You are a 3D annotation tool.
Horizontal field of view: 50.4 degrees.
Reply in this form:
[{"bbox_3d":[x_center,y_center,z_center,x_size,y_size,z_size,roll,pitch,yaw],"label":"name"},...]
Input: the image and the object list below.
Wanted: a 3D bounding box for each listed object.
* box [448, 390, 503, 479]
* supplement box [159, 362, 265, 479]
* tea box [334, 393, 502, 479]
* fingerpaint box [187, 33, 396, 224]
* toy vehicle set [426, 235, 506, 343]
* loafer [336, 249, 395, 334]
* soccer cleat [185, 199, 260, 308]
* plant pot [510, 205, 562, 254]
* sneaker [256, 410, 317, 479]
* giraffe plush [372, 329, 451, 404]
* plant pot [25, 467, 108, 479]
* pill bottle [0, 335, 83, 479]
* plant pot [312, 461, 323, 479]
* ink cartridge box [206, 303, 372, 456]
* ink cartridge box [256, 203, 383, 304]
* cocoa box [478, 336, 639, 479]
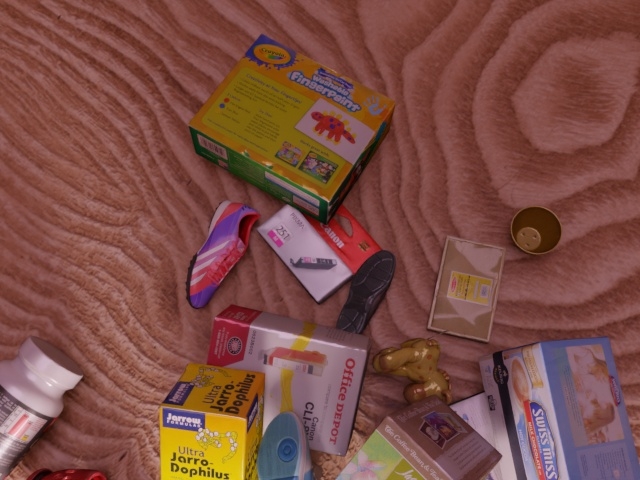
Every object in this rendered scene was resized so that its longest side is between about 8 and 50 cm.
[{"bbox_3d":[0.337,0.538,1.717,0.322,0.058,0.232,-20,75,-4],"label":"box"},{"bbox_3d":[-0.244,0.492,1.560,0.195,0.194,0.356,6,110,7],"label":"supplement box"},{"bbox_3d":[0.190,0.546,1.503,0.220,0.329,0.323,40,105,24],"label":"tea box"},{"bbox_3d":[-0.075,-0.314,1.900,0.445,0.163,0.371,29,69,10],"label":"fingerpaint box"},{"bbox_3d":[0.395,0.131,1.836,0.166,0.035,0.267,13,76,7],"label":"toy vehicle set"},{"bbox_3d":[0.124,0.151,1.831,0.096,0.084,0.267,23,73,23],"label":"loafer"},{"bbox_3d":[-0.267,0.041,1.855,0.116,0.108,0.318,12,71,25],"label":"soccer cleat"},{"bbox_3d":[0.572,-0.017,1.835,0.134,0.095,0.134,-1,75,3],"label":"plant pot"},{"bbox_3d":[-0.043,0.568,1.591,0.127,0.208,0.319,-10,69,30],"label":"sneaker"},{"bbox_3d":[0.254,0.342,1.724,0.210,0.181,0.170,-21,86,15],"label":"giraffe plush"},{"bbox_3d":[-0.639,0.659,1.672,0.174,0.191,0.191,1,75,9],"label":"plant pot"},{"bbox_3d":[-0.794,0.437,1.730,0.210,0.210,0.363,37,80,12],"label":"pill bottle"},{"bbox_3d":[-0.053,0.593,1.703,0.096,0.109,0.109,18,76,-5],"label":"plant pot"},{"bbox_3d":[-0.086,0.345,1.701,0.385,0.160,0.279,12,95,6],"label":"ink cartridge box"},{"bbox_3d":[0.000,0.000,1.884,0.239,0.060,0.275,-39,76,-6],"label":"ink cartridge box"},{"bbox_3d":[0.563,0.419,1.610,0.231,0.228,0.347,0,72,-26],"label":"cocoa box"}]
